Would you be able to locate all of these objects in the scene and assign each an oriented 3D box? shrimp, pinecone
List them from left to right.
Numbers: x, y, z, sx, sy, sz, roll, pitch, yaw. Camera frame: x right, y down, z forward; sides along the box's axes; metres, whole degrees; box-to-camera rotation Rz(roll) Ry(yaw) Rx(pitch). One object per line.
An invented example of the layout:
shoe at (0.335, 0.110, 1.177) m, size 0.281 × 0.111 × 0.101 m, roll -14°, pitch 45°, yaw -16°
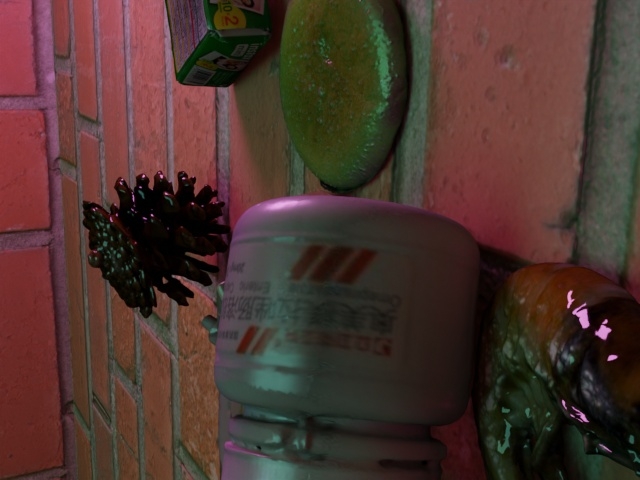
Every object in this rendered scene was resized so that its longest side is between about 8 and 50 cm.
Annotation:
pinecone at (-0.274, -0.005, 1.394) m, size 0.264 × 0.264 × 0.264 m, roll 20°, pitch 113°, yaw 59°
shrimp at (0.211, 0.172, 0.609) m, size 0.445 × 0.085 × 0.271 m, roll -137°, pitch 57°, yaw -71°

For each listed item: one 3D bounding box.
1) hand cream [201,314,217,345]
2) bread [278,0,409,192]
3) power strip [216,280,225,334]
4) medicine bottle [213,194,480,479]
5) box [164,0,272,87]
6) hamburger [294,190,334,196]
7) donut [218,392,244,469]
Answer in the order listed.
hand cream at (-0.130, 0.202, 1.372) m, size 0.257 × 0.050 × 0.084 m, roll 37°, pitch 130°, yaw 45°
bread at (0.013, -0.208, 1.030) m, size 0.301 × 0.045 × 0.301 m, roll 23°, pitch 117°, yaw 59°
power strip at (-0.090, 0.099, 1.117) m, size 0.043 × 0.106 × 0.367 m, roll 64°, pitch 166°, yaw 12°
medicine bottle at (0.020, 0.135, 0.800) m, size 0.256 × 0.256 × 0.324 m, roll -10°, pitch 70°, yaw 61°
box at (-0.162, -0.348, 1.238) m, size 0.250 × 0.103 × 0.180 m, roll 161°, pitch 102°, yaw -66°
hamburger at (0.000, 0.000, 1.058) m, size 0.141 × 0.082 × 0.126 m, roll -130°, pitch 38°, yaw -66°
donut at (-0.014, 0.291, 1.077) m, size 0.383 × 0.143 × 0.382 m, roll 17°, pitch 110°, yaw 59°
